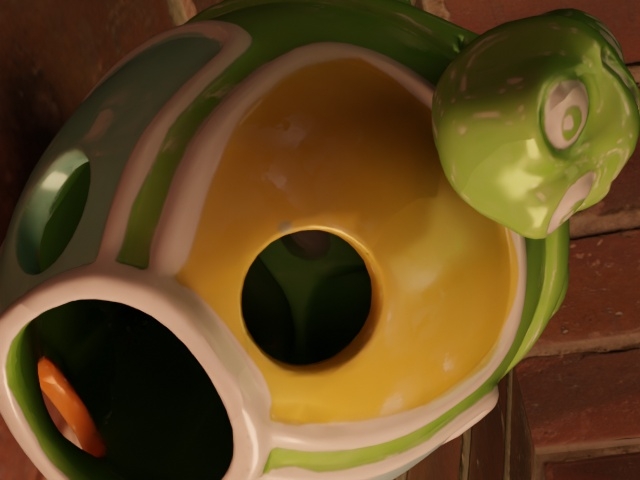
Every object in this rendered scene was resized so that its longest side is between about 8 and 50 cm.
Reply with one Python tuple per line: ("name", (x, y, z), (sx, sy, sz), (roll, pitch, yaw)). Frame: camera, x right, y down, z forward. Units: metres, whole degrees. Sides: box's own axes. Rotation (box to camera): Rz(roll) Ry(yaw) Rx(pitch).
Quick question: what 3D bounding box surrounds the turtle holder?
("turtle holder", (-0.001, 0.017, 0.552), (0.227, 0.320, 0.243), (-43, 127, -50))
